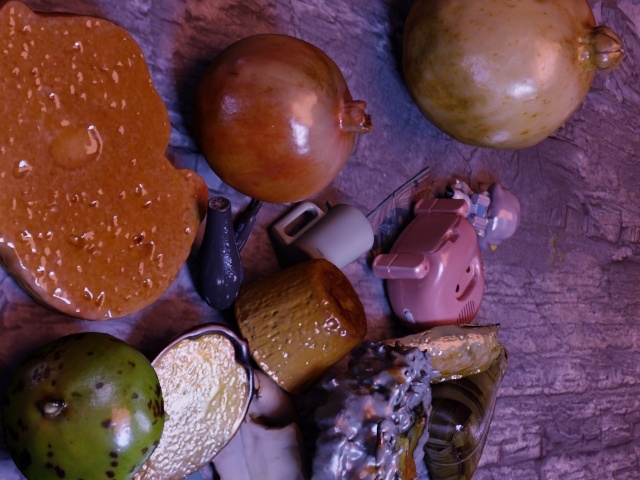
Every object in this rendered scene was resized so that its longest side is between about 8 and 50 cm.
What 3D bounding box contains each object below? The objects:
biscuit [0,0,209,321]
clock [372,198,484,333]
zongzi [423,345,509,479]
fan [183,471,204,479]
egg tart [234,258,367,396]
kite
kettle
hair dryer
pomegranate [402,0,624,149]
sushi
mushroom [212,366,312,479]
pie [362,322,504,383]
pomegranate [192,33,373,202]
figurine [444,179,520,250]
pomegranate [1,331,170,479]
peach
[{"bbox_3d":[-0.333,-0.102,1.370,0.350,0.078,0.455,-46,123,-41],"label":"biscuit"},{"bbox_3d":[0.233,0.074,1.940,0.227,0.142,0.241,-50,128,-37],"label":"clock"},{"bbox_3d":[0.287,0.362,2.034,0.286,0.134,0.288,-50,138,-41],"label":"zongzi"},{"bbox_3d":[-0.234,0.392,1.526,0.175,0.005,0.113,7,85,-48],"label":"fan"},{"bbox_3d":[-0.021,0.127,1.608,0.202,0.147,0.202,48,23,-29],"label":"egg tart"},{"bbox_3d":[0.178,0.010,1.987,0.314,0.011,0.335,26,71,-45],"label":"kite"},{"bbox_3d":[0.005,0.002,1.731,0.148,0.098,0.127,-36,121,-38],"label":"kettle"},{"bbox_3d":[-0.129,-0.023,1.589,0.219,0.075,0.195,-64,164,-50],"label":"hair dryer"},{"bbox_3d":[0.354,-0.345,1.887,0.410,0.410,0.410,0,89,-48],"label":"pomegranate"},{"bbox_3d":[0.078,0.349,1.626,0.417,0.175,0.418,8,90,-81],"label":"sushi"},{"bbox_3d":[-0.072,0.328,1.615,0.151,0.156,0.286,-14,93,-66],"label":"mushroom"},{"bbox_3d":[0.204,0.211,1.882,0.282,0.068,0.129,-5,133,-19],"label":"pie"},{"bbox_3d":[-0.050,-0.183,1.541,0.229,0.270,0.252,-57,136,-42],"label":"pomegranate"},{"bbox_3d":[0.334,-0.056,2.092,0.229,0.112,0.137,16,76,-39],"label":"figurine"},{"bbox_3d":[-0.292,0.229,1.332,0.263,0.211,0.211,49,52,-65],"label":"pomegranate"},{"bbox_3d":[-0.207,0.244,1.499,0.189,0.068,0.279,42,79,-26],"label":"peach"}]
